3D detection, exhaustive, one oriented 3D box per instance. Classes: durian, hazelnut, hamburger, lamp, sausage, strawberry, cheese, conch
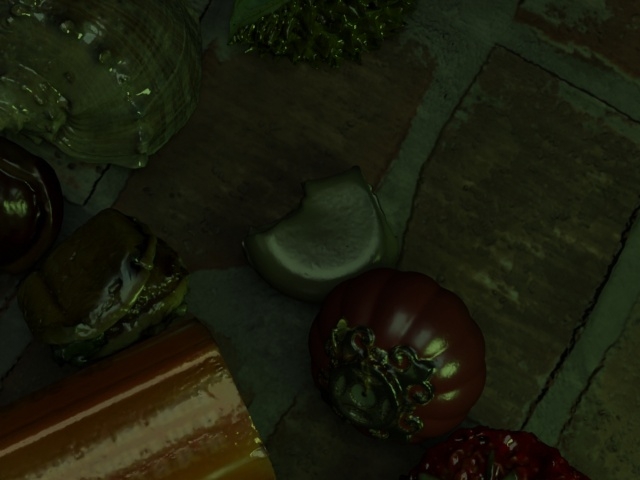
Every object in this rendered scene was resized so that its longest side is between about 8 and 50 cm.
[{"bbox_3d":[0.039,-0.382,1.577,0.198,0.163,0.394,19,65,40],"label":"durian"},{"bbox_3d":[-0.418,-0.049,1.390,0.202,0.170,0.160,16,44,18],"label":"hazelnut"},{"bbox_3d":[-0.276,0.050,1.383,0.206,0.130,0.183,-31,41,-11],"label":"hamburger"},{"bbox_3d":[0.096,0.139,1.373,0.227,0.227,0.226,1,75,-5],"label":"lamp"},{"bbox_3d":[-0.226,0.250,1.306,0.287,0.233,0.233,-23,79,-11],"label":"sausage"},{"bbox_3d":[0.227,0.361,1.340,0.261,0.257,0.261,-9,66,21],"label":"strawberry"},{"bbox_3d":[0.000,0.000,1.460,0.203,0.091,0.175,-17,76,-10],"label":"cheese"},{"bbox_3d":[-0.290,-0.249,1.449,0.297,0.210,0.352,42,77,-9],"label":"conch"}]
